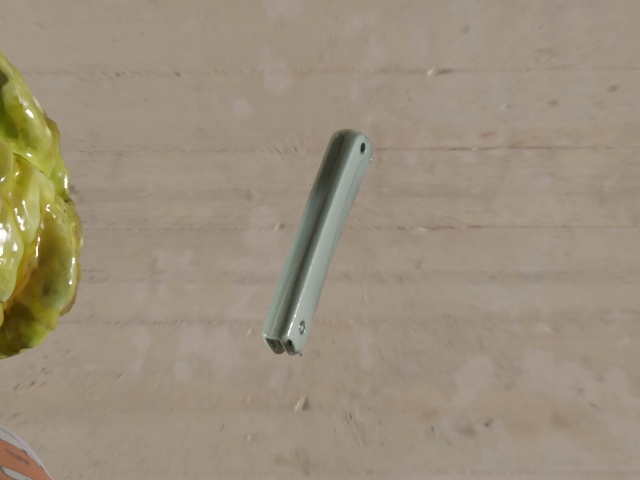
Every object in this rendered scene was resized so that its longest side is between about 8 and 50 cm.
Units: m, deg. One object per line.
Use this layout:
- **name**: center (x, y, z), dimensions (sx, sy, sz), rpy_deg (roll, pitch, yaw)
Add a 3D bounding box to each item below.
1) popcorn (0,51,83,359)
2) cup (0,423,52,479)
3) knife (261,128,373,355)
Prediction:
- **popcorn**: center (-0.319, -0.026, 0.939), dimensions (0.282, 0.247, 0.282), rpy_deg (-4, -99, 28)
- **cup**: center (-0.260, 0.257, 0.916), dimensions (0.212, 0.317, 0.212), rpy_deg (-3, -83, -22)
- **knife**: center (0.000, 0.000, 0.818), dimensions (0.023, 0.044, 0.162), rpy_deg (8, -119, 21)
